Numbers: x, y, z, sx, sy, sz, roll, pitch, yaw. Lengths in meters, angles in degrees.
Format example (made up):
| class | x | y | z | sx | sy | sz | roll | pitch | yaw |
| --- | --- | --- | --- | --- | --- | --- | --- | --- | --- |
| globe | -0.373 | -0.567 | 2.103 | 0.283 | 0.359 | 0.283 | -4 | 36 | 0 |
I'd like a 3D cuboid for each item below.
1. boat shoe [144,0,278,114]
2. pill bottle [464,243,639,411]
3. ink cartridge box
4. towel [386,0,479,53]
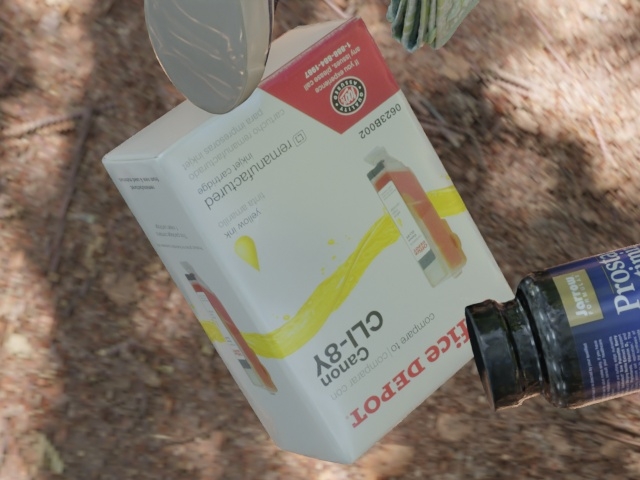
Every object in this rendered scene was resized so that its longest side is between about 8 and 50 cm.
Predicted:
| class | x | y | z | sx | sy | sz | roll | pitch | yaw |
| --- | --- | --- | --- | --- | --- | --- | --- | --- | --- |
| boat shoe | -0.050 | -0.255 | 1.326 | 0.127 | 0.340 | 0.158 | 38 | 60 | 15 |
| pill bottle | 0.239 | 0.073 | 1.348 | 0.219 | 0.123 | 0.122 | -15 | 75 | -1 |
| ink cartridge box | 0.000 | 0.000 | 1.678 | 0.279 | 0.160 | 0.384 | -38 | 109 | -23 |
| towel | 0.198 | -0.446 | 1.939 | 0.090 | 0.320 | 0.374 | 27 | 64 | 21 |
